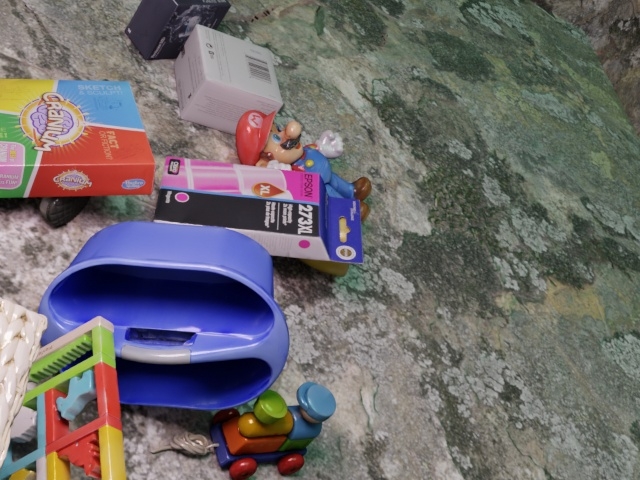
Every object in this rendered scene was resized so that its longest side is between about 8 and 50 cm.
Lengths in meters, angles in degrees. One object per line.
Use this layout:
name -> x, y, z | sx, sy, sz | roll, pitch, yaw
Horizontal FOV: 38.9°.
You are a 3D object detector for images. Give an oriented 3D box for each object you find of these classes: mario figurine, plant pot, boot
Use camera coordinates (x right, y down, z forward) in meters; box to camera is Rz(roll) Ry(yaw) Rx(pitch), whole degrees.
mario figurine -> -0.023, -0.160, 1.807 | 0.321, 0.170, 0.198 | 33, 1, -22
plant pot -> 0.000, 0.000, 1.717 | 0.095, 0.134, 0.134 | 3, 46, -11
boot -> -0.446, -0.129, 1.504 | 0.161, 0.083, 0.246 | 25, 37, 0

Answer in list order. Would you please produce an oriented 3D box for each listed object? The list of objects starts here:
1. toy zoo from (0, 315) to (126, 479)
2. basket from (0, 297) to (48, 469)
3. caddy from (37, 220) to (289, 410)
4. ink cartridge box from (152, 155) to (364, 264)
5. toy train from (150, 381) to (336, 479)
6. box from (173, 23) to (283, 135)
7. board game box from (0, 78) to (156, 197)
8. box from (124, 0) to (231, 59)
toy zoo -> -0.323, 0.255, 1.096 | 0.030, 0.192, 0.293 | 43, 24, -47
basket -> -0.475, 0.216, 0.883 | 0.267, 0.328, 0.331 | 27, 37, -21
caddy -> -0.210, 0.114, 1.252 | 0.342, 0.241, 0.179 | 4, 29, 1
ink cartridge box -> -0.104, -0.053, 1.611 | 0.371, 0.069, 0.175 | 8, 43, -8
toy train -> -0.104, 0.268, 1.308 | 0.248, 0.143, 0.105 | 5, 48, -38
box -> -0.194, -0.326, 1.880 | 0.182, 0.119, 0.181 | 14, 44, -31
board game box -> -0.443, -0.166, 1.439 | 0.317, 0.064, 0.242 | -3, 43, -23
box -> -0.300, -0.467, 1.906 | 0.158, 0.156, 0.093 | -16, 64, -49
